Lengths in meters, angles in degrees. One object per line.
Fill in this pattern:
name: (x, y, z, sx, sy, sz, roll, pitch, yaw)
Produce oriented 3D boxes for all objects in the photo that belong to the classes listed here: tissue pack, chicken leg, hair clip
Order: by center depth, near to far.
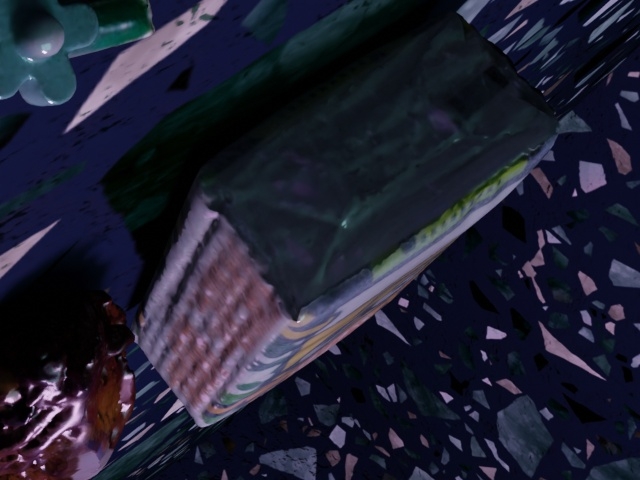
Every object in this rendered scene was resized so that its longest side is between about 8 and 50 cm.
hair clip: (-0.111, -0.050, 0.301, 0.173, 0.049, 0.049, -30, 169, -45)
chicken leg: (-0.212, 0.145, 0.792, 0.158, 0.095, 0.407, -27, 169, -41)
tissue pack: (0.000, 0.000, 0.800, 0.228, 0.128, 0.311, -34, 171, -25)
